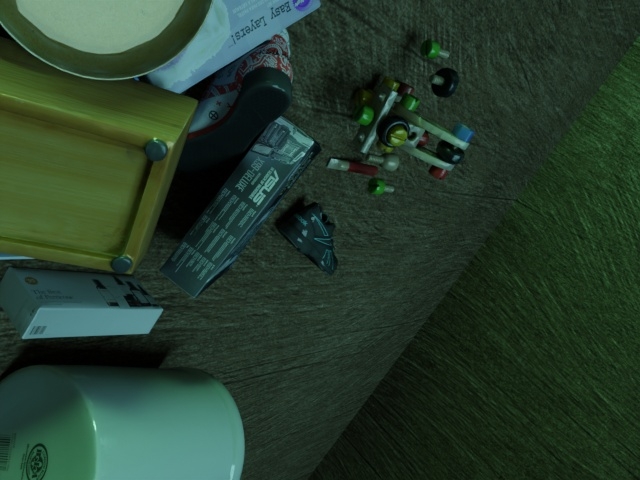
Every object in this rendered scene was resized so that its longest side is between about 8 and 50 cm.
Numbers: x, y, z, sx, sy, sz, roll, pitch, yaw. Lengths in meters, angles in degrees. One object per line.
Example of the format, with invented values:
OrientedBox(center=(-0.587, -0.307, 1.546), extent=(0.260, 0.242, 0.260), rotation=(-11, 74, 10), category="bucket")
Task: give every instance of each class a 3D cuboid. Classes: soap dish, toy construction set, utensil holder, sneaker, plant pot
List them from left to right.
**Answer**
OrientedBox(center=(-0.303, -0.085, 0.634), extent=(0.290, 0.118, 0.229), rotation=(13, 122, -26), category="soap dish")
OrientedBox(center=(-0.211, -0.277, 0.564), extent=(0.236, 0.032, 0.237), rotation=(-19, 124, -30), category="plant pot")
OrientedBox(center=(-0.372, 0.388, 1.061), extent=(0.328, 0.327, 0.385), rotation=(-51, 152, 5), category="utensil holder")
OrientedBox(center=(-0.137, -0.211, 0.870), extent=(0.090, 0.145, 0.270), rotation=(21, 146, -37), category="sneaker")
OrientedBox(center=(0.000, 0.000, 1.352), extent=(0.106, 0.101, 0.267), rotation=(-49, 154, -4), category="sneaker")
OrientedBox(center=(0.116, -0.221, 1.169), extent=(0.237, 0.258, 0.309), rotation=(4, 148, -37), category="toy construction set")

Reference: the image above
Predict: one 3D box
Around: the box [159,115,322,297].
OrientedBox(center=(-0.123, -0.064, 0.994), extent=(0.307, 0.076, 0.242), rotation=(-52, -178, 6), category="box")

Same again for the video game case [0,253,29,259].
OrientedBox(center=(-0.397, -0.047, 0.776), extent=(0.190, 0.022, 0.173), rotation=(0, 127, -56), category="video game case")

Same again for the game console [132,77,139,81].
OrientedBox(center=(-0.224, -0.209, 0.752), extent=(0.124, 0.085, 0.144), rotation=(-46, 154, -5), category="game console")

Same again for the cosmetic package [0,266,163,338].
OrientedBox(center=(-0.372, 0.098, 0.925), extent=(0.060, 0.099, 0.239), rotation=(-57, 153, 11), category="cosmetic package")

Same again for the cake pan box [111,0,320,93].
OrientedBox(center=(-0.138, -0.330, 0.668), extent=(0.266, 0.070, 0.246), rotation=(-37, 137, -17), category="cake pan box")
